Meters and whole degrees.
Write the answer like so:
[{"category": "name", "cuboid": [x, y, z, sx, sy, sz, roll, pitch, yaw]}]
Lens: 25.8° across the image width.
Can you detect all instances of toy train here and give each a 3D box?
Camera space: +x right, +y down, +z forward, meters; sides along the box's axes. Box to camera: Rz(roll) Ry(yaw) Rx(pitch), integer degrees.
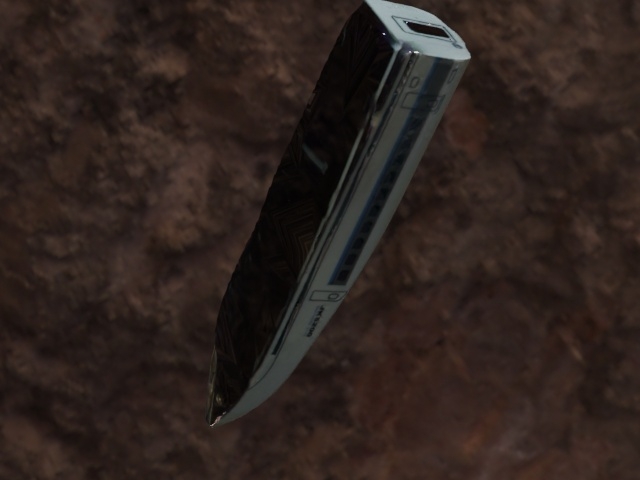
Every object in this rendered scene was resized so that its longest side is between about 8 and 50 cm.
[{"category": "toy train", "cuboid": [-0.001, 0.000, 0.705, 0.048, 0.055, 0.251, 2, -52, -35]}]
